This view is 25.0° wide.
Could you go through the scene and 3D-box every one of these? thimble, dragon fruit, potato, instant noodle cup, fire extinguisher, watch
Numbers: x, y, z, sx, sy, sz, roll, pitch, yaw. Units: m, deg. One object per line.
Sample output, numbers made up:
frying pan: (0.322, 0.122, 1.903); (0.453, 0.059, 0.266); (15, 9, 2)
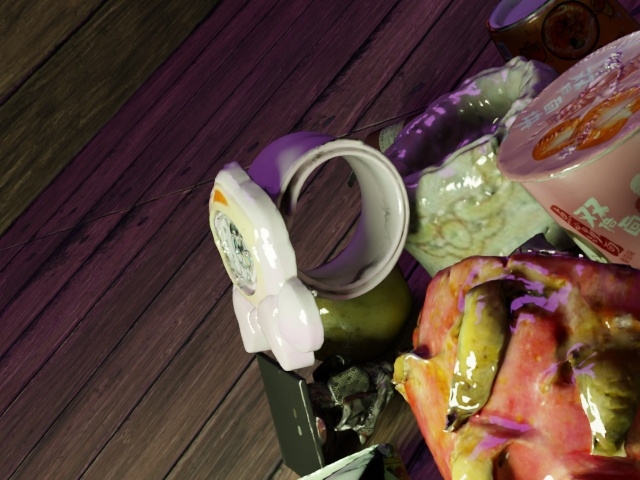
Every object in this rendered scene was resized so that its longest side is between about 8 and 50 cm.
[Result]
thimble: (0.222, -0.078, 1.820); (0.291, 0.195, 0.291); (-35, 21, 16)
dragon fruit: (0.200, 0.170, 1.207); (0.314, 0.296, 0.262); (116, 169, -72)
potato: (0.043, 0.076, 1.876); (0.157, 0.157, 0.194); (-25, 23, 35)
instant noodle cup: (0.352, -0.291, 2.077); (0.216, 0.172, 0.216); (-35, 19, 14)
instant noodle cup: (0.345, -0.062, 1.513); (0.243, 0.231, 0.243); (-34, 20, 14)
fire extinguisher: (0.128, -0.145, 2.326); (0.231, 0.071, 0.099); (-21, 54, 42)
watch: (0.000, 0.000, 1.698); (0.218, 0.248, 0.211); (-22, 18, -21)

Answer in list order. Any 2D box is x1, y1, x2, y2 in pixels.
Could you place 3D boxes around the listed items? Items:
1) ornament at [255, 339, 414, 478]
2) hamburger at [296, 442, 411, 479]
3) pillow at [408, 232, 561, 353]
ornament: (0.053, 0.190, 1.729); (0.196, 0.153, 0.166); (-20, 16, -17)
hamburger: (0.001, 0.321, 1.464); (0.214, 0.125, 0.235); (-39, 15, 18)
pillow: (0.228, 0.121, 1.531); (0.228, 0.101, 0.326); (-43, 18, 0)
